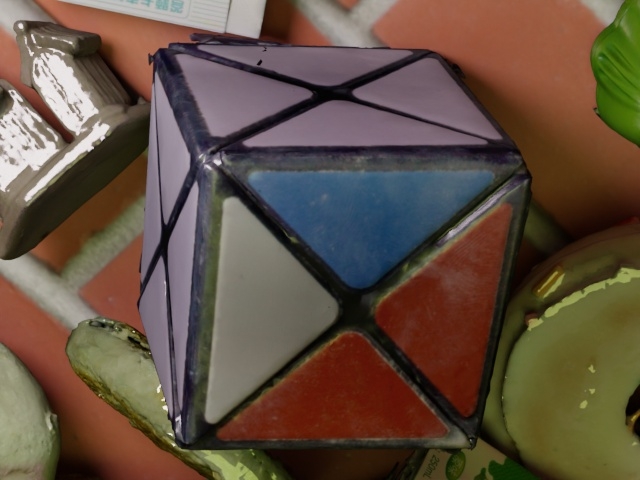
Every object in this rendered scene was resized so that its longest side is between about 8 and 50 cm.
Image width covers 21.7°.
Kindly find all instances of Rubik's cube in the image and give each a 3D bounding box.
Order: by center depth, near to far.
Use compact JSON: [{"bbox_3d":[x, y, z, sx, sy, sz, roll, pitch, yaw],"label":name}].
[{"bbox_3d":[0.000,0.000,1.562,0.305,0.310,0.306,0,117,-15],"label":"Rubik's cube"}]

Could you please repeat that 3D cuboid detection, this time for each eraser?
[{"bbox_3d":[-0.160,-0.263,1.604,0.225,0.052,0.095,11,116,-3],"label":"eraser"}]

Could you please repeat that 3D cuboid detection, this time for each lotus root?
[{"bbox_3d":[0.350,-0.137,1.575,0.186,0.186,0.186,1,116,2],"label":"lotus root"}]

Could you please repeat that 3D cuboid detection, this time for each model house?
[{"bbox_3d":[-0.290,-0.112,1.652,0.229,0.122,0.188,-42,94,5],"label":"model house"}]

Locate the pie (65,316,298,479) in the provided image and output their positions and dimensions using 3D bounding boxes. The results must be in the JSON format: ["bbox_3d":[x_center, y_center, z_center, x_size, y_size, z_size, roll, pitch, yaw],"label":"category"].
[{"bbox_3d":[-0.110,0.214,1.712,0.371,0.296,0.078,45,81,-17],"label":"pie"}]

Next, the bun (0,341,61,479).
[{"bbox_3d":[-0.428,0.221,1.729,0.293,0.187,0.293,-2,82,14],"label":"bun"}]

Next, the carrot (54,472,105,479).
[{"bbox_3d":[-0.245,0.326,1.855,0.302,0.138,0.138,1,116,-6],"label":"carrot"}]

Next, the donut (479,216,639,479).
[{"bbox_3d":[0.345,0.144,1.723,0.383,0.142,0.382,1,118,3],"label":"donut"}]

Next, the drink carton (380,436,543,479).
[{"bbox_3d":[0.178,0.313,1.665,0.271,0.161,0.108,34,141,-2],"label":"drink carton"}]
